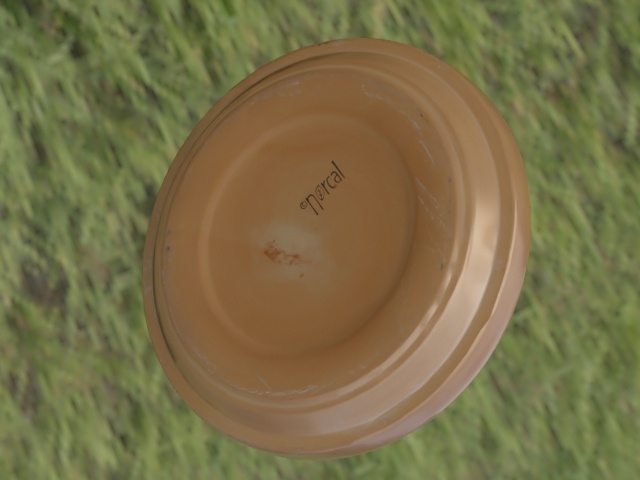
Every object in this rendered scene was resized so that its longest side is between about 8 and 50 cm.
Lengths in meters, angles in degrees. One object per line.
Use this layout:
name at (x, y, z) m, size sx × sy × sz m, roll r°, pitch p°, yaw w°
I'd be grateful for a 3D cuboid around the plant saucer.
plant saucer at (0.000, 0.000, 0.382) m, size 0.083 × 0.083 × 0.013 m, roll -36°, pitch 149°, yaw 16°
